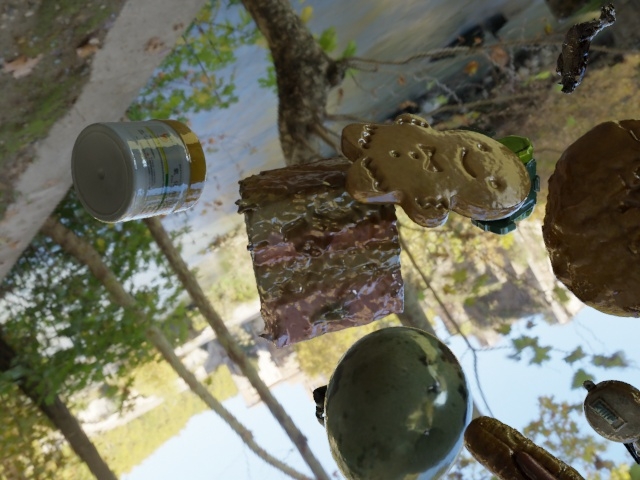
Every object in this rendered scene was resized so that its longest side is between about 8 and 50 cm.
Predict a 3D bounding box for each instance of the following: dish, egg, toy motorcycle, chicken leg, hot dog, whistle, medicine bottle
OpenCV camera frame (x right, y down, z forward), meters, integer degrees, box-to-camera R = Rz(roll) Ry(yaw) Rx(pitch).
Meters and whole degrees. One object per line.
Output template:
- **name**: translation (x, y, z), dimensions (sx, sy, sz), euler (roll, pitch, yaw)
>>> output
- **dish**: translation (0.013, 0.425, 1.755), dimensions (0.141, 0.078, 0.141), euler (-52, -162, 24)
- **egg**: translation (0.178, 0.404, 1.534), dimensions (0.345, 0.345, 0.427), euler (-31, -149, 43)
- **toy motorcycle**: translation (0.345, -0.157, 1.556), dimensions (0.200, 0.191, 0.326), euler (-35, -138, -20)
- **chicken leg**: translation (0.579, -0.431, 1.443), dimensions (0.051, 0.105, 0.253), euler (-2, 152, -4)
- **hot dog**: translation (0.254, 0.270, 0.731), dimensions (0.066, 0.216, 0.047), euler (-42, 143, -14)
- **whistle**: translation (0.525, 0.316, 1.084), dimensions (0.057, 0.220, 0.107), euler (-26, 155, -49)
- **medicine bottle**: translation (-0.436, -0.170, 1.579), dimensions (0.238, 0.237, 0.232), euler (-31, 173, 36)

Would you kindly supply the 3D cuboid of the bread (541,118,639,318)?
- **bread**: translation (0.616, -0.033, 1.205), dimensions (0.398, 0.398, 0.215), euler (-30, 166, 20)

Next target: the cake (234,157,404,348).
- **cake**: translation (0.000, 0.000, 1.325), dimensions (0.315, 0.306, 0.293), euler (-12, -158, -4)

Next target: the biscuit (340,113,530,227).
- **biscuit**: translation (0.212, -0.132, 1.182), dimensions (0.355, 0.275, 0.052), euler (7, 139, -8)

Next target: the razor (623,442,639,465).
- **razor**: translation (0.578, 0.314, 1.098), dimensions (0.056, 0.093, 0.324), euler (-29, 158, -6)
